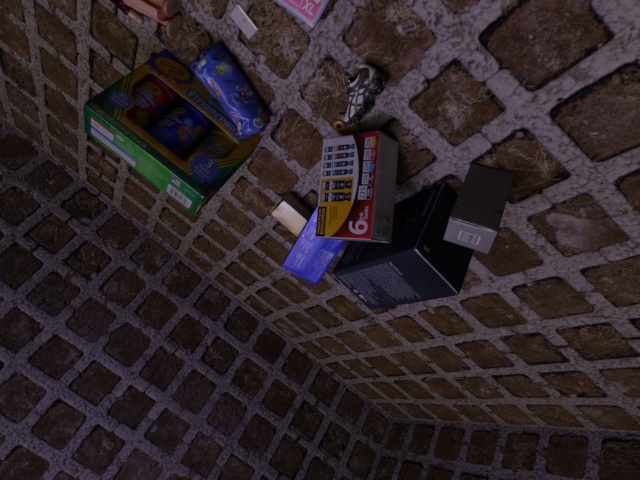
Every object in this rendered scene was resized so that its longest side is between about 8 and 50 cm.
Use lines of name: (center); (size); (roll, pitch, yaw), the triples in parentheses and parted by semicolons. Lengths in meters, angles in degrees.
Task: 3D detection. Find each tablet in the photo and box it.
tablet: (-0.222, -0.631, 1.183); (0.083, 0.006, 0.054); (47, 144, -22)

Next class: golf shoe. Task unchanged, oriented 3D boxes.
golf shoe: (0.106, -0.408, 1.149); (0.094, 0.077, 0.198); (48, 143, 3)

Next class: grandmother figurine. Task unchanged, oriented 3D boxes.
grandmother figurine: (-0.591, -0.761, 1.243); (0.342, 0.104, 0.207); (27, 138, 5)

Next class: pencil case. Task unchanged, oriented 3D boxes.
pencil case: (-0.288, -0.473, 1.329); (0.119, 0.133, 0.306); (-2, 133, 46)

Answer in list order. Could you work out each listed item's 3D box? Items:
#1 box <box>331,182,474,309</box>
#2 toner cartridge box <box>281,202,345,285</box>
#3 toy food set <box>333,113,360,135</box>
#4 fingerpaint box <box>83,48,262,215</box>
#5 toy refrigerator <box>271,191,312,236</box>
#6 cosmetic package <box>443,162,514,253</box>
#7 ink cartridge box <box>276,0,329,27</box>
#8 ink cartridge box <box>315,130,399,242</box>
box: (0.279, 0.034, 1.361); (0.212, 0.293, 0.395); (44, 146, -17)
toner cartridge box: (0.000, 0.000, 1.594); (0.165, 0.075, 0.347); (29, 118, -7)
toy food set: (0.084, -0.356, 1.269); (0.083, 0.020, 0.082); (38, 147, -6)
fingerpaint box: (-0.481, -0.373, 1.402); (0.445, 0.371, 0.163); (40, 146, -9)
toy refrigerator: (-0.066, -0.063, 1.672); (0.269, 0.102, 0.094); (41, 116, -13)
cosmetic package: (0.434, -0.093, 1.120); (0.127, 0.238, 0.107); (18, 147, 17)
ink cartridge box: (-0.008, -0.636, 0.843); (0.186, 0.065, 0.311); (31, 128, -13)
ink cartridge box: (0.083, -0.155, 1.266); (0.272, 0.309, 0.130); (2, 177, 38)
